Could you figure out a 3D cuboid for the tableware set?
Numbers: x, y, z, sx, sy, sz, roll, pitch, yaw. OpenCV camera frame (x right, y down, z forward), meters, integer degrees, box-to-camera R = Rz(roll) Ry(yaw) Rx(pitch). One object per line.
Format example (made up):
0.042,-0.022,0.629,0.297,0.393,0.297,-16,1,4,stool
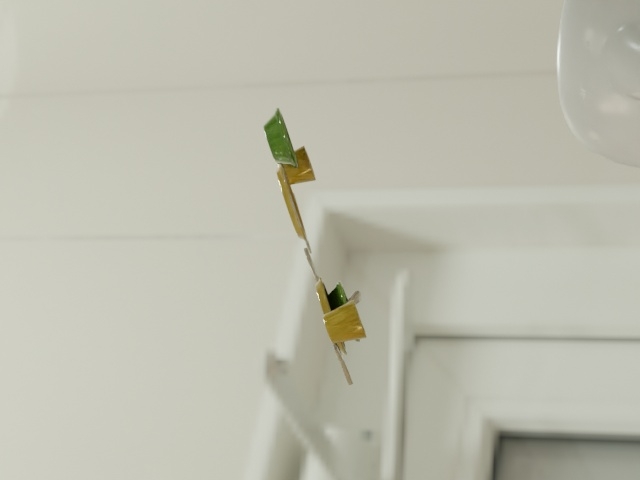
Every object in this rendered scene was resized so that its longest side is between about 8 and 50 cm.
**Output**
0.000,0.000,1.082,0.104,0.024,0.154,69,-176,-54,tableware set

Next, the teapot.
0.321,-0.165,1.497,0.256,0.187,0.252,-65,-31,-19,teapot
